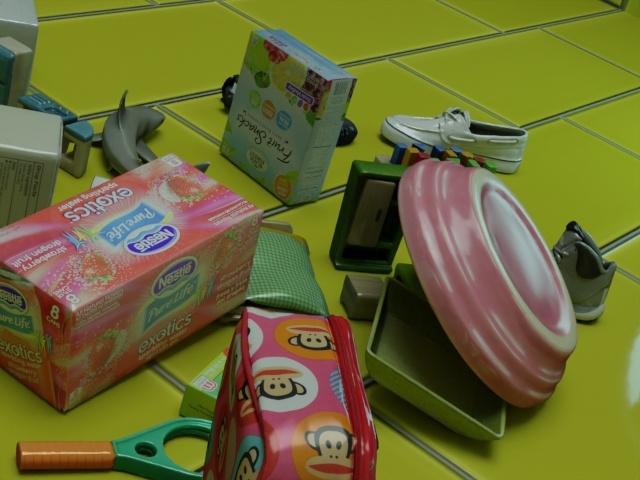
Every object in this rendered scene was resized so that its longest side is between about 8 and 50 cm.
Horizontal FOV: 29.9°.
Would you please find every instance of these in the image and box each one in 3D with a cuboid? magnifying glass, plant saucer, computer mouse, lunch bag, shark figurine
[{"bbox_3d":[-0.183,0.210,1.186,0.231,0.026,0.092,3,31,-25],"label":"magnifying glass"},{"bbox_3d":[0.218,0.039,1.468,0.332,0.084,0.332,45,29,-33],"label":"plant saucer"},{"bbox_3d":[-0.038,-0.184,1.967,0.242,0.041,0.071,-7,37,-37],"label":"computer mouse"},{"bbox_3d":[-0.042,0.208,0.989,0.120,0.293,0.258,6,30,-12],"label":"lunch bag"},{"bbox_3d":[0.132,0.147,1.420,0.188,0.045,0.188,33,28,-6],"label":"plant saucer"},{"bbox_3d":[-0.264,-0.150,1.703,0.166,0.116,0.278,2,30,-25],"label":"shark figurine"}]

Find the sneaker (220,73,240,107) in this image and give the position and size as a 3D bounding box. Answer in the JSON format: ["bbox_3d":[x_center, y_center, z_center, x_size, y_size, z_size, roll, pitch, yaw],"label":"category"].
[{"bbox_3d":[-0.120,-0.258,2.035,0.085,0.058,0.152,27,34,-1],"label":"sneaker"}]

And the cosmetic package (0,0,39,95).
[{"bbox_3d":[-0.558,-0.330,1.832,0.225,0.138,0.224,7,30,-22],"label":"cosmetic package"}]

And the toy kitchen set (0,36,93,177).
[{"bbox_3d":[-0.425,-0.173,1.638,0.207,0.122,0.166,30,30,23],"label":"toy kitchen set"}]

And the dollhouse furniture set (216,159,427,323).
[{"bbox_3d":[0.000,0.000,1.535,0.302,0.151,0.197,5,30,-22],"label":"dollhouse furniture set"}]

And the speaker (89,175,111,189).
[{"bbox_3d":[-0.237,-0.042,1.580,0.136,0.055,0.055,14,28,-6],"label":"speaker"}]

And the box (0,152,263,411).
[{"bbox_3d":[-0.219,0.037,1.320,0.154,0.142,0.300,32,38,24],"label":"box"}]

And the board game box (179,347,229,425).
[{"bbox_3d":[-0.048,0.188,1.282,0.181,0.043,0.092,25,28,14],"label":"board game box"}]

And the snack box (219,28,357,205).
[{"bbox_3d":[-0.052,-0.184,1.778,0.070,0.207,0.174,-12,39,-43],"label":"snack box"}]

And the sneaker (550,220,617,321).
[{"bbox_3d":[0.310,0.021,1.695,0.229,0.132,0.086,16,28,-3],"label":"sneaker"}]

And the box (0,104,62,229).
[{"bbox_3d":[-0.477,-0.094,1.443,0.311,0.148,0.121,11,28,-16],"label":"box"}]

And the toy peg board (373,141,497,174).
[{"bbox_3d":[0.197,-0.118,1.941,0.161,0.079,0.160,2,31,-27],"label":"toy peg board"}]

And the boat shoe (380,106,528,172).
[{"bbox_3d":[0.235,-0.191,2.088,0.258,0.084,0.095,11,29,-13],"label":"boat shoe"}]
